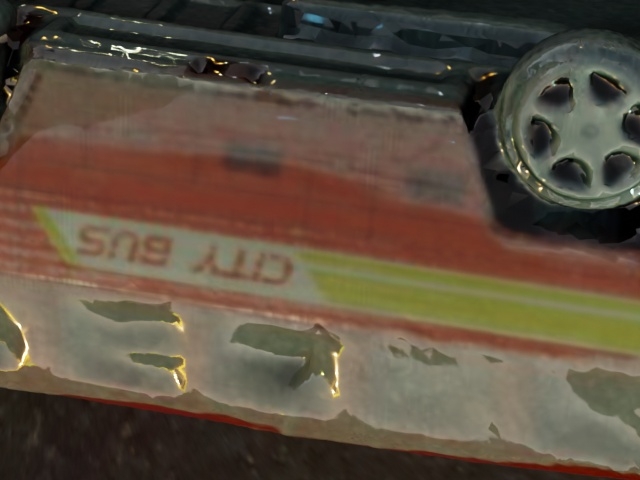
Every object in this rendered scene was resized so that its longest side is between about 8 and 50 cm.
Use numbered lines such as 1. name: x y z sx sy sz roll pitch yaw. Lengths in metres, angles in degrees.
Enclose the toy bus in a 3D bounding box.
1. toy bus: -0.013 -0.018 0.484 0.265 0.121 0.120 8 113 9
